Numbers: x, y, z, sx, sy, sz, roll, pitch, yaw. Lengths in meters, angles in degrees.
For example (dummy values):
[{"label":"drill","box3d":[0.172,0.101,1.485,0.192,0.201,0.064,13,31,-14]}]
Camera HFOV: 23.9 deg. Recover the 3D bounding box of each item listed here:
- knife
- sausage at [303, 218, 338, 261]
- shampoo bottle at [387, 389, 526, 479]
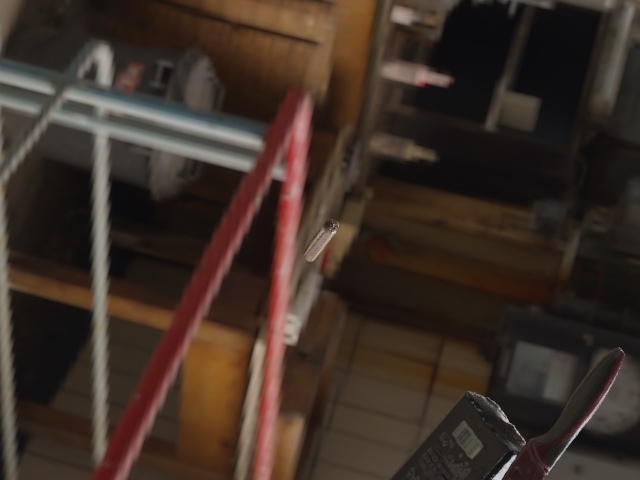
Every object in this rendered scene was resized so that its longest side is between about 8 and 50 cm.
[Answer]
[{"label":"knife","box3d":[0.220,0.205,1.489,0.247,0.035,0.018,-54,170,4]},{"label":"sausage","box3d":[0.000,0.000,1.293,0.100,0.015,0.015,127,-18,-68]},{"label":"shampoo bottle","box3d":[0.093,0.303,1.602,0.071,0.098,0.309,22,114,-46]}]
